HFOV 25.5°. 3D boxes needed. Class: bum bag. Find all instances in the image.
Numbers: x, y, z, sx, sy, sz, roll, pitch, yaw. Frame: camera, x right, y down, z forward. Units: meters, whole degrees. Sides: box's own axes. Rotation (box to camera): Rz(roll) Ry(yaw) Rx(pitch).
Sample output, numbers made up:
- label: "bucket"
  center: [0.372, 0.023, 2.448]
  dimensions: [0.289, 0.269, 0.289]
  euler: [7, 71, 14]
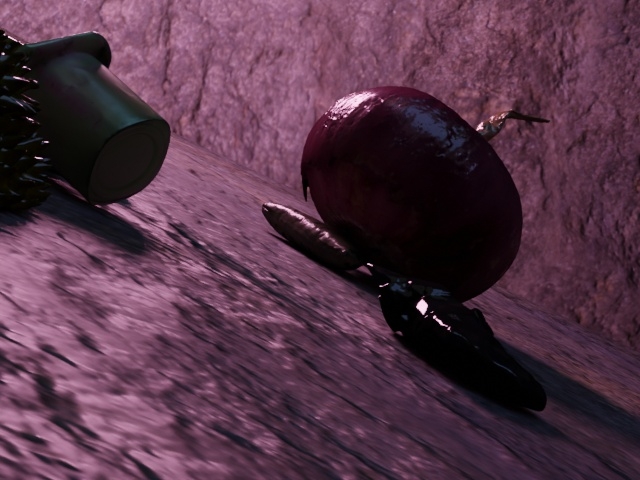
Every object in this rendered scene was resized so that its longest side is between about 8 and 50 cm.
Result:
- label: "bum bag"
  center: [0.139, 0.097, 1.537]
  dimensions: [0.137, 0.074, 0.310]
  euler: [34, 0, -27]

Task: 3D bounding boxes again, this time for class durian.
- label: "durian"
  center: [-0.328, -0.092, 1.151]
  dimensions: [0.169, 0.157, 0.355]
  euler: [-11, -10, 19]

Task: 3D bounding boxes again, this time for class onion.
- label: "onion"
  center: [0.143, -0.090, 2.119]
  dimensions: [0.358, 0.345, 0.358]
  euler: [16, -20, 6]

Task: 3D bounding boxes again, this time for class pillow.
- label: "pillow"
  center: [0.001, 0.001, 2.071]
  dimensions: [0.093, 0.051, 0.241]
  euler: [25, 2, -39]

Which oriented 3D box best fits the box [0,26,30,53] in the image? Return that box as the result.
- label: "box"
  center: [-0.377, -0.228, 1.703]
  dimensions: [0.173, 0.043, 0.311]
  euler: [27, 3, -40]

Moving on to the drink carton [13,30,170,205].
- label: "drink carton"
  center: [-0.243, -0.121, 1.499]
  dimensions: [0.142, 0.146, 0.144]
  euler: [40, 38, 24]

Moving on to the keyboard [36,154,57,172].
- label: "keyboard"
  center: [-0.363, -0.116, 1.574]
  dimensions: [0.231, 0.023, 0.072]
  euler: [22, 3, -36]
